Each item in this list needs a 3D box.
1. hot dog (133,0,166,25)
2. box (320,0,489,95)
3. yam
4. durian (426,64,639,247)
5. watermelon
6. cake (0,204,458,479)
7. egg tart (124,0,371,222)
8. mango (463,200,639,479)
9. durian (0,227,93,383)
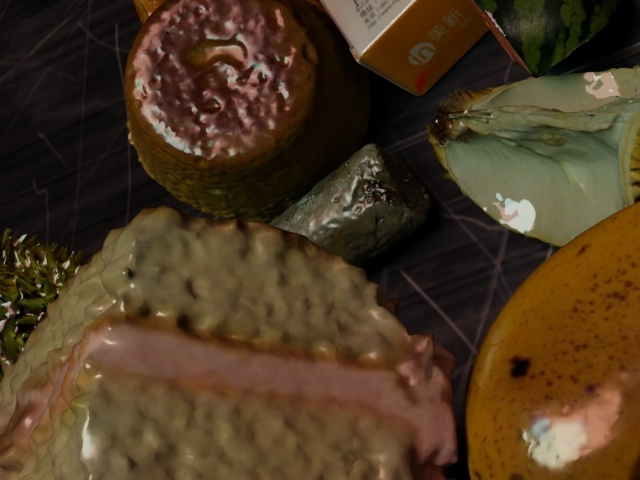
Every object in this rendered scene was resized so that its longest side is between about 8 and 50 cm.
[{"bbox_3d":[-0.105,-0.186,1.697,0.102,0.076,0.249,-55,46,47],"label":"hot dog"},{"bbox_3d":[0.100,-0.281,1.556,0.274,0.091,0.221,-42,50,18],"label":"box"},{"bbox_3d":[0.000,0.000,1.527,0.179,0.078,0.078,-36,52,22],"label":"yam"},{"bbox_3d":[0.180,-0.076,1.365,0.252,0.139,0.144,15,77,50],"label":"durian"},{"bbox_3d":[0.147,-0.171,1.455,0.135,0.094,0.125,34,58,19],"label":"watermelon"},{"bbox_3d":[-0.075,0.190,1.304,0.314,0.293,0.307,127,153,-54],"label":"cake"},{"bbox_3d":[-0.065,-0.122,1.536,0.202,0.147,0.203,-1,81,6],"label":"egg tart"},{"bbox_3d":[0.203,0.079,1.269,0.290,0.160,0.191,-53,39,4],"label":"mango"},{"bbox_3d":[-0.259,0.129,1.607,0.291,0.225,0.291,-1,60,2],"label":"durian"}]
